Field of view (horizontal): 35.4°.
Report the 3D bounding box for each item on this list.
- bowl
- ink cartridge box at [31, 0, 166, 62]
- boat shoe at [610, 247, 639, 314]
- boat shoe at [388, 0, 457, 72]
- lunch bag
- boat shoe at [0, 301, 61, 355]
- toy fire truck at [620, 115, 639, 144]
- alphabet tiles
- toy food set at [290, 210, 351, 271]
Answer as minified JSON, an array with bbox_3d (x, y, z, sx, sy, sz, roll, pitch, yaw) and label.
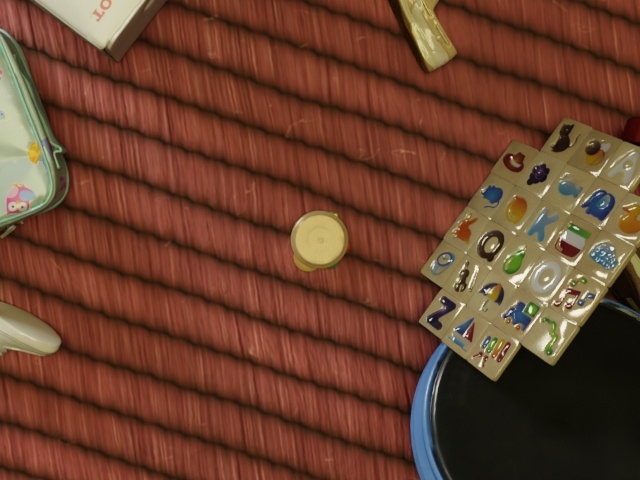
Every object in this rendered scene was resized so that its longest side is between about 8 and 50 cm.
[{"bbox_3d":[0.312,0.241,1.294,0.390,0.077,0.391,-1,62,2],"label":"bowl"},{"bbox_3d":[-0.328,-0.415,1.309,0.306,0.131,0.226,38,89,-4],"label":"ink cartridge box"},{"bbox_3d":[0.455,0.045,1.386,0.095,0.095,0.257,-38,99,-14],"label":"boat shoe"},{"bbox_3d":[0.135,-0.316,1.369,0.059,0.063,0.170,-26,102,-4],"label":"boat shoe"},{"bbox_3d":[-0.463,-0.137,1.325,0.224,0.108,0.279,-20,94,-4],"label":"lunch bag"},{"bbox_3d":[-0.444,0.123,1.360,0.184,0.066,0.063,22,105,-5],"label":"boat shoe"},{"bbox_3d":[0.529,-0.113,1.266,0.302,0.254,0.170,19,95,29],"label":"toy fire truck"},{"bbox_3d":[0.273,0.004,1.292,0.011,0.285,0.343,34,92,-35],"label":"alphabet tiles"},{"bbox_3d":[0.000,0.000,1.392,0.082,0.020,0.083,-9,92,-2],"label":"toy food set"}]
